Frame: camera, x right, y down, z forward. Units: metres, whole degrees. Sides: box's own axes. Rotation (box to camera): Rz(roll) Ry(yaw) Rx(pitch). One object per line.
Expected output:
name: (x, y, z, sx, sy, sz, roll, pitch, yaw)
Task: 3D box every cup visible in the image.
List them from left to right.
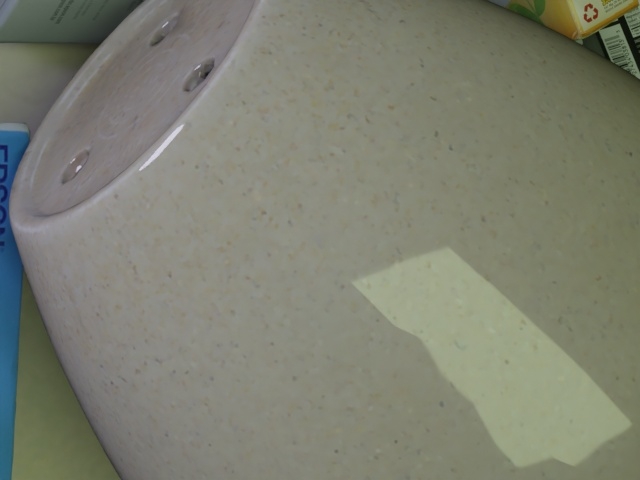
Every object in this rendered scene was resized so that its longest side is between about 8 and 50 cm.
cup: (0.000, 0.000, 0.897, 0.237, 0.331, 0.331, 42, 80, -24)

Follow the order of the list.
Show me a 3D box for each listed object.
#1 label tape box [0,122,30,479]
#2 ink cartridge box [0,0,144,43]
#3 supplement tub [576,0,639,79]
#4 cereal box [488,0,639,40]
label tape box: (-0.319, 0.056, 0.888, 0.348, 0.115, 0.249, 1, 98, -27)
ink cartridge box: (-0.029, -0.151, 0.929, 0.224, 0.223, 0.045, 0, 73, -24)
supplement tub: (0.166, -0.141, 1.071, 0.117, 0.117, 0.190, -31, 108, -17)
cereal box: (0.056, -0.217, 0.979, 0.047, 0.173, 0.240, -30, 110, -23)
